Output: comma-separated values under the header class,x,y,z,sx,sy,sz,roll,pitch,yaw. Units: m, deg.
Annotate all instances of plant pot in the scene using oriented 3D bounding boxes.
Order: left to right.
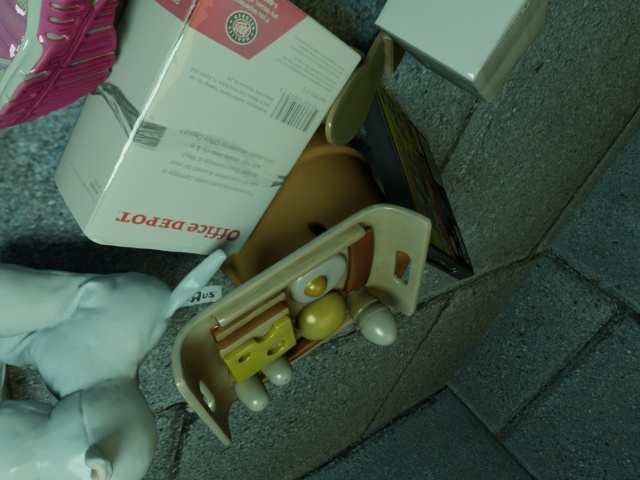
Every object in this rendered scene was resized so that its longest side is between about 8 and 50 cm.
class,x,y,z,sx,sy,sz,roll,pitch,yaw
plant pot,0.000,0.000,0.718,0.291,0.203,0.290,-29,145,-23

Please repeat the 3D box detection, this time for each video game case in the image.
class,x,y,z,sx,sy,sz,roll,pitch,yaw
video game case,0.148,-0.087,0.732,0.035,0.274,0.248,-24,156,25

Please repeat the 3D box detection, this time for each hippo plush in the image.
class,x,y,z,sx,sy,sz,roll,pitch,yaw
hippo plush,-0.253,0.167,0.529,0.295,0.236,0.234,-1,152,-15

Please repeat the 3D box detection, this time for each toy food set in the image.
class,x,y,z,sx,sy,sz,roll,pitch,yaw
toy food set,-0.005,0.110,0.555,0.306,0.092,0.219,-33,148,-18

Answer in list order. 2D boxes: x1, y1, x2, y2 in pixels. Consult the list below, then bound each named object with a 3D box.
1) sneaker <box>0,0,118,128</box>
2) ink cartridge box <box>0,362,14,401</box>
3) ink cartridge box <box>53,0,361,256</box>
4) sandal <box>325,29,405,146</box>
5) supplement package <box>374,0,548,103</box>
class,x,y,z,sx,sy,sz,roll,pitch,yaw
sneaker,-0.219,-0.191,0.361,0.252,0.111,0.103,-42,-174,33
ink cartridge box,-0.515,0.236,0.586,0.233,0.066,0.189,2,130,-22
ink cartridge box,-0.121,-0.133,0.507,0.207,0.117,0.283,10,120,-53
sandal,0.036,-0.218,0.627,0.240,0.079,0.088,-58,157,-27
supplement package,0.189,-0.277,0.600,0.139,0.134,0.244,-58,165,20
